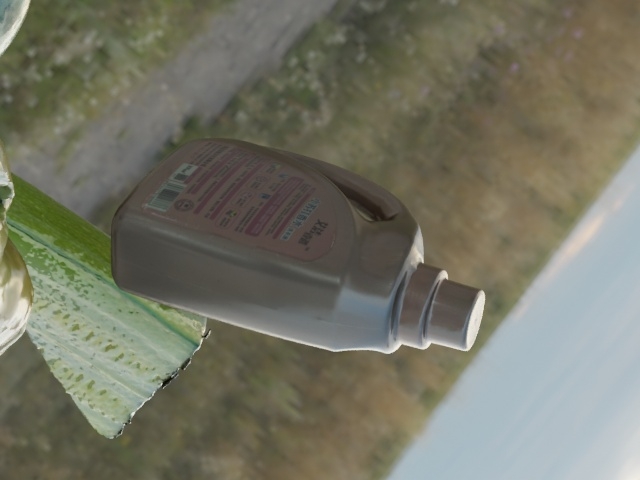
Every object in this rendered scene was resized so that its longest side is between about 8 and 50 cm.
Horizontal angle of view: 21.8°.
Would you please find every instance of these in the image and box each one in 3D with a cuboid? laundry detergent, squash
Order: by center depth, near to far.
[{"bbox_3d":[0.000,0.000,1.085,0.171,0.237,0.076,-54,153,-54],"label":"laundry detergent"},{"bbox_3d":[-0.247,0.031,1.473,0.203,0.289,0.111,-45,-160,44],"label":"squash"}]

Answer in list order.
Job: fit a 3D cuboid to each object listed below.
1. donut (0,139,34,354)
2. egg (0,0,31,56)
[{"bbox_3d":[-0.268,-0.042,0.641,0.170,0.360,0.360,-56,176,-20],"label":"donut"},{"bbox_3d":[-0.325,-0.181,1.279,0.231,0.169,0.169,-15,-171,21],"label":"egg"}]
